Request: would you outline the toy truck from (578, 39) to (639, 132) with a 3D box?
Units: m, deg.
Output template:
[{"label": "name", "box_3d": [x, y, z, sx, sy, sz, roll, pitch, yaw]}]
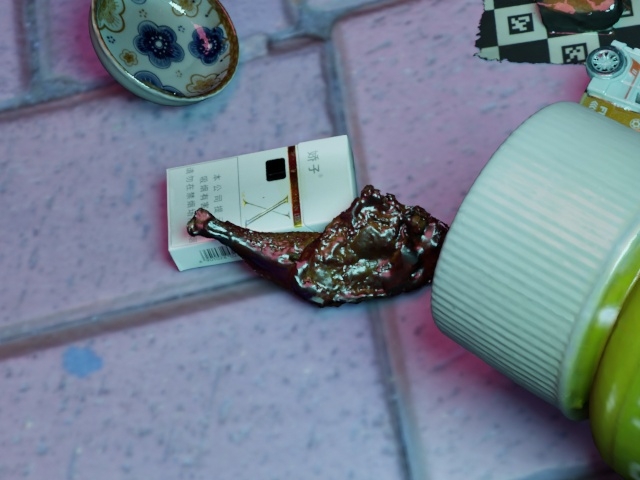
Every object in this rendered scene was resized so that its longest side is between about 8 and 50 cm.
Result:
[{"label": "toy truck", "box_3d": [0.235, -0.061, 1.335, 0.115, 0.080, 0.177, 19, 63, 20]}]

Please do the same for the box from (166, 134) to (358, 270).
[{"label": "box", "box_3d": [-0.047, -0.030, 1.410, 0.154, 0.040, 0.084, -11, 53, 8]}]

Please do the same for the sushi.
[{"label": "sushi", "box_3d": [0.236, -0.271, 1.503, 0.193, 0.043, 0.279, 5, 57, 18]}]

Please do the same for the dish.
[{"label": "dish", "box_3d": [-0.150, -0.165, 1.516, 0.141, 0.078, 0.141, 16, 55, -25]}]

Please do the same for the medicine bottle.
[{"label": "medicine bottle", "box_3d": [0.277, 0.073, 1.114, 0.384, 0.224, 0.224, 32, 68, 25]}]

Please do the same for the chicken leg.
[{"label": "chicken leg", "box_3d": [0.002, 0.006, 1.352, 0.205, 0.093, 0.053, -10, 18, 1]}]
